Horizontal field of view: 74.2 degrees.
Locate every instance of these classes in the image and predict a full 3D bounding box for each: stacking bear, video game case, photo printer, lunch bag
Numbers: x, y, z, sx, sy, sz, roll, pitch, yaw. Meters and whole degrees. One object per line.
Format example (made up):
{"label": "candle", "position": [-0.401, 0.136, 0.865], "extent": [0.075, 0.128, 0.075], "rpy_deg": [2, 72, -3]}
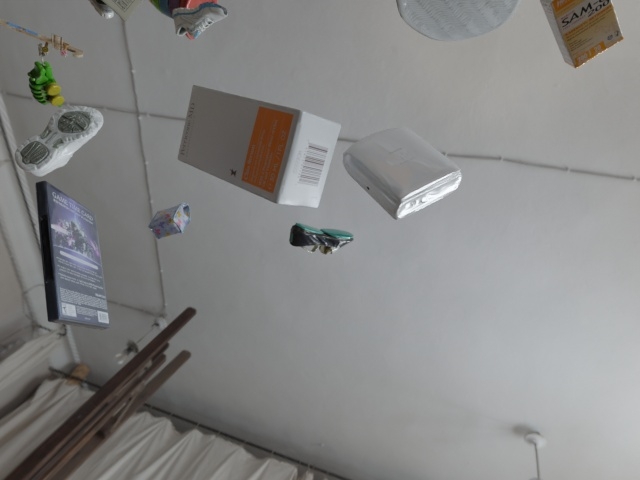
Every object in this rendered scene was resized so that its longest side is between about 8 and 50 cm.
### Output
{"label": "stacking bear", "position": [-0.527, -0.853, 1.430], "extent": [0.289, 0.164, 0.175], "rpy_deg": [32, -93, 2]}
{"label": "video game case", "position": [-0.504, 0.040, 0.870], "extent": [0.026, 0.196, 0.274], "rpy_deg": [-15, -105, -5]}
{"label": "photo printer", "position": [0.235, -0.226, 1.299], "extent": [0.307, 0.256, 0.107], "rpy_deg": [51, -23, 34]}
{"label": "lunch bag", "position": [-0.340, -0.048, 0.970], "extent": [0.071, 0.083, 0.053], "rpy_deg": [-15, -51, 14]}

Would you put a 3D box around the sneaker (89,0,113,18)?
{"label": "sneaker", "position": [-0.727, -0.806, 1.359], "extent": [0.170, 0.063, 0.074], "rpy_deg": [50, -44, -7]}

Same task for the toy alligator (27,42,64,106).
{"label": "toy alligator", "position": [-0.580, -0.333, 0.878], "extent": [0.056, 0.051, 0.189], "rpy_deg": [55, -27, 3]}

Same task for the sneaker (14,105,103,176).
{"label": "sneaker", "position": [-0.654, -0.250, 1.073], "extent": [0.090, 0.232, 0.115], "rpy_deg": [47, -22, -8]}

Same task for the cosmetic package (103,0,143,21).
{"label": "cosmetic package", "position": [-0.428, -0.693, 0.974], "extent": [0.309, 0.160, 0.113], "rpy_deg": [-45, -125, 4]}

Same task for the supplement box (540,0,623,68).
{"label": "supplement box", "position": [0.333, -0.282, 0.540], "extent": [0.062, 0.036, 0.098], "rpy_deg": [-31, -60, 23]}

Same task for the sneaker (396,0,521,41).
{"label": "sneaker", "position": [0.088, -0.284, 0.318], "extent": [0.108, 0.292, 0.169], "rpy_deg": [-3, -93, 29]}

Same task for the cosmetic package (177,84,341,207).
{"label": "cosmetic package", "position": [-0.186, -0.265, 1.160], "extent": [0.453, 0.161, 0.230], "rpy_deg": [25, -75, 37]}

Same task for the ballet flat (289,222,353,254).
{"label": "ballet flat", "position": [0.000, 0.000, 1.093], "extent": [0.074, 0.203, 0.074], "rpy_deg": [-9, -102, 46]}

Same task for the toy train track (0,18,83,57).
{"label": "toy train track", "position": [-0.288, -0.202, 0.429], "extent": [0.048, 0.083, 0.014], "rpy_deg": [11, -92, 58]}

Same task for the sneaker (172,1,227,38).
{"label": "sneaker", "position": [-0.356, -0.646, 1.258], "extent": [0.190, 0.071, 0.083], "rpy_deg": [2, -88, 26]}
